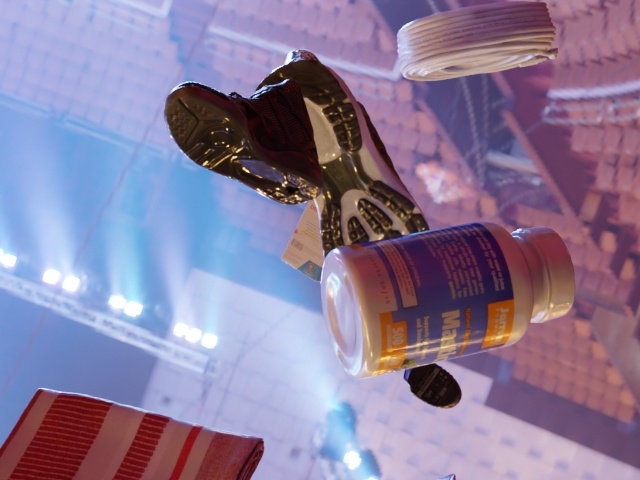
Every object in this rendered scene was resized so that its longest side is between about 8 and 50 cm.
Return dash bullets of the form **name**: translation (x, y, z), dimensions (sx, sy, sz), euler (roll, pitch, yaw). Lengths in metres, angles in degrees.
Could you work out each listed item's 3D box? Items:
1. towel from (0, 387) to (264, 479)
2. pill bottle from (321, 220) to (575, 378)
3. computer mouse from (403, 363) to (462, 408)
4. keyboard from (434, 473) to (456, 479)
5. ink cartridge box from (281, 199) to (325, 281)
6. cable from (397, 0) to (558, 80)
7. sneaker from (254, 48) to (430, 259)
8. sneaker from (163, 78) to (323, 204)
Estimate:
- **towel**: translation (-0.258, 0.298, 1.304), dimensions (0.329, 0.237, 0.037), euler (10, 140, 22)
- **pill bottle**: translation (0.150, 0.061, 1.264), dimensions (0.272, 0.152, 0.152), euler (-10, -169, -17)
- **computer mouse**: translation (0.149, 0.216, 1.953), dimensions (0.242, 0.071, 0.041), euler (39, 179, 6)
- **keyboard**: translation (0.027, 0.288, 1.063), dimensions (0.014, 0.256, 0.072), euler (52, -142, -8)
- **ink cartridge box**: translation (0.000, 0.000, 1.897), dimensions (0.088, 0.122, 0.052), euler (32, -169, 33)
- **cable**: translation (0.250, -0.323, 1.763), dimensions (0.257, 0.089, 0.257), euler (-9, -179, 13)
- **sneaker**: translation (0.048, -0.102, 1.529), dimensions (0.182, 0.158, 0.410), euler (-85, -27, -56)
- **sneaker**: translation (-0.086, -0.137, 1.216), dimensions (0.087, 0.130, 0.227), euler (-28, 143, 33)
